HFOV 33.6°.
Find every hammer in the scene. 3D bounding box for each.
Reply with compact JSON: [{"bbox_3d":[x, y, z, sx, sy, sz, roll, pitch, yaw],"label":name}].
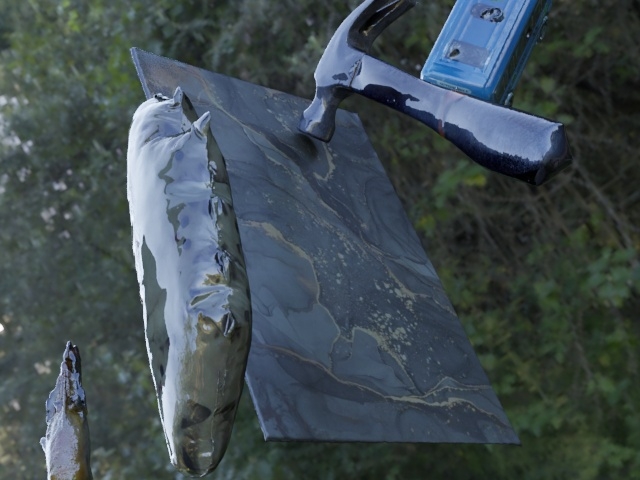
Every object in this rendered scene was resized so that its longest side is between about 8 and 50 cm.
[{"bbox_3d":[0.085,-0.108,0.796,0.037,0.290,0.137,16,-79,-36],"label":"hammer"}]

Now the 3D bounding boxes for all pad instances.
[{"bbox_3d":[0.000,0.000,0.827,0.247,0.367,0.007,11,-47,-39],"label":"pad"}]

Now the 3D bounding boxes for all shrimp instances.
[{"bbox_3d":[-0.317,0.257,1.328,0.066,0.262,0.117,-5,-40,-8],"label":"shrimp"}]

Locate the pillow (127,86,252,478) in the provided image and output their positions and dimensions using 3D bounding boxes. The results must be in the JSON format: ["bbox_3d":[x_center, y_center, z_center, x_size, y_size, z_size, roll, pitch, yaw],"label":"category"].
[{"bbox_3d":[-0.070,0.004,0.575,0.051,0.241,0.093,5,-33,-25],"label":"pillow"}]

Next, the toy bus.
[{"bbox_3d":[0.225,-0.270,1.419,0.246,0.113,0.134,-63,-19,-20],"label":"toy bus"}]
